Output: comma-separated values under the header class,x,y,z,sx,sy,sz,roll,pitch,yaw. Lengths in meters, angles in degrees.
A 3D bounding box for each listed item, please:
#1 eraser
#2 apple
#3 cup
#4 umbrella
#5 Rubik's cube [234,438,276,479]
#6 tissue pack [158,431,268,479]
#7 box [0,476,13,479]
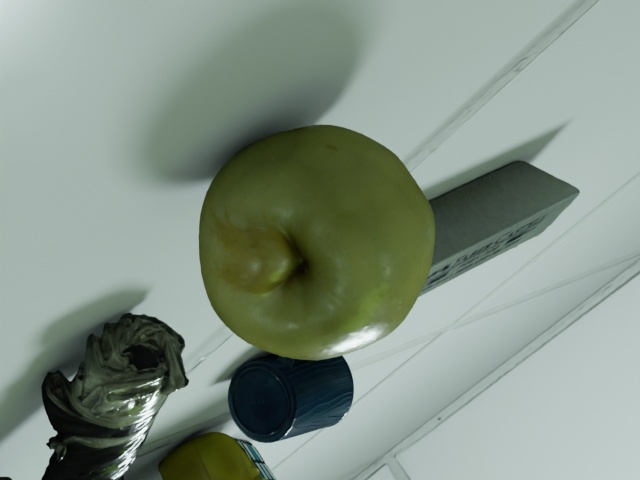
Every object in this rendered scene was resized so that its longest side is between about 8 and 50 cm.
class,x,y,z,sx,sy,sz,roll,pitch,yaw
eraser,0.149,-0.001,1.748,0.352,0.077,0.111,-24,164,-34
apple,0.000,0.000,1.165,0.200,0.200,0.200,-32,167,-9
cup,-0.041,0.181,1.922,0.113,0.150,0.138,-2,-176,32
umbrella,-0.233,0.204,1.458,0.113,0.106,0.358,-14,146,-38
Rubik's cube,-0.141,0.424,2.385,0.151,0.154,0.155,-34,167,0
tissue pack,-0.151,0.344,2.140,0.127,0.123,0.178,-30,162,-5
box,-0.495,0.401,1.610,0.359,0.091,0.350,-25,165,-36
